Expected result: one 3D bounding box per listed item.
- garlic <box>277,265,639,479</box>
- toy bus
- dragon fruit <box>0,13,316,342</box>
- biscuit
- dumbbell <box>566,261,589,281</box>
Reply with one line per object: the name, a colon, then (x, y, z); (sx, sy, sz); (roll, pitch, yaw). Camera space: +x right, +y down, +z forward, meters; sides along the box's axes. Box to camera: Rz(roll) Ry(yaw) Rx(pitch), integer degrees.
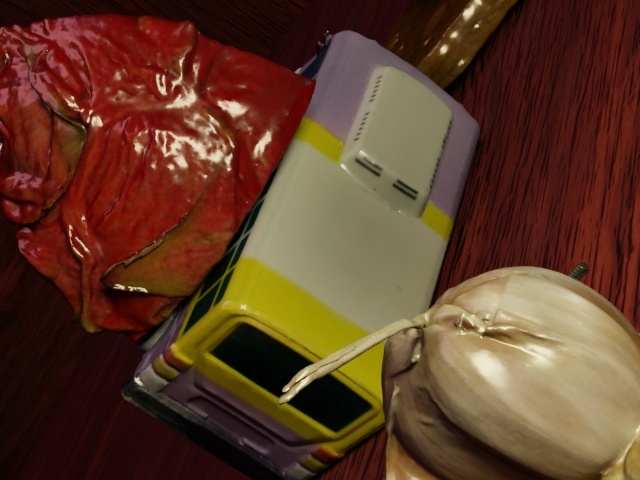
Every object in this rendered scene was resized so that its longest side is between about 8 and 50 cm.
garlic: (0.112, 0.104, 0.844); (0.207, 0.257, 0.207); (-8, 75, 33)
toy bus: (0.000, 0.000, 1.481); (0.249, 0.209, 0.440); (-42, 19, 44)
dragon fruit: (-0.215, -0.076, 1.421); (0.302, 0.330, 0.240); (-62, -4, -13)
biscuit: (0.193, -0.319, 1.884); (0.359, 0.074, 0.381); (-39, 22, 52)
dumbbell: (0.145, 0.069, 1.076); (0.147, 0.069, 0.069); (-51, 13, 26)
